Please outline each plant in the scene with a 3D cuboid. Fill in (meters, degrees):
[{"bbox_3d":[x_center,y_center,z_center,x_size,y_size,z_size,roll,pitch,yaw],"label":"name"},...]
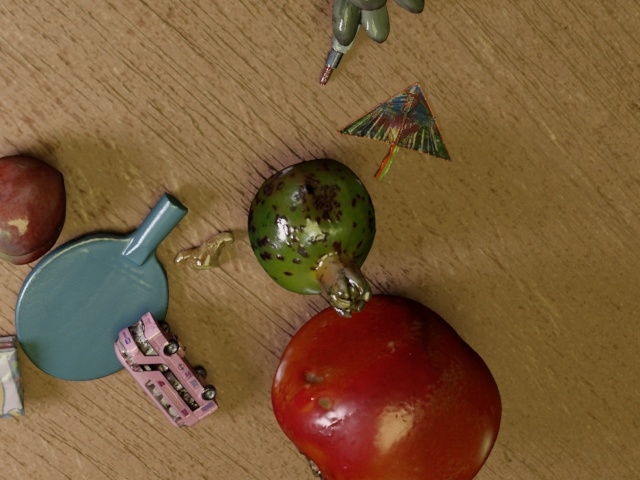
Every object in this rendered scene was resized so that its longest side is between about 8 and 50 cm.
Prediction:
[{"bbox_3d":[0.034,-0.397,1.829,0.146,0.149,0.274,-19,114,11],"label":"plant"}]

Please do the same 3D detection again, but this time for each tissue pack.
[{"bbox_3d":[-0.510,0.206,1.978,0.155,0.065,0.115,-7,113,-13],"label":"tissue pack"}]

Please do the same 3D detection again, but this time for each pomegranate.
[{"bbox_3d":[0.000,0.000,1.937,0.202,0.248,0.202,-20,142,-17],"label":"pomegranate"}]

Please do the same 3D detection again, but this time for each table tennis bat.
[{"bbox_3d":[-0.307,0.068,1.989,0.215,0.044,0.329,33,103,-25],"label":"table tennis bat"}]

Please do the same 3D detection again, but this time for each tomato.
[{"bbox_3d":[0.099,0.238,2.012,0.290,0.325,0.293,-42,113,6],"label":"tomato"}]

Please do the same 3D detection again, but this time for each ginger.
[{"bbox_3d":[-0.166,0.024,2.013,0.097,0.030,0.048,-26,115,-1],"label":"ginger"}]

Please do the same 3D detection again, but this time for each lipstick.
[{"bbox_3d":[0.024,-0.268,1.945,0.025,0.025,0.107,18,111,-21],"label":"lipstick"}]

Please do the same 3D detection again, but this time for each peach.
[{"bbox_3d":[-0.406,-0.043,1.865,0.152,0.152,0.152,-6,114,-13],"label":"peach"}]

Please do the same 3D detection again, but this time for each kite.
[{"bbox_3d":[0.118,-0.159,2.024,0.190,0.010,0.159,12,109,-19],"label":"kite"}]

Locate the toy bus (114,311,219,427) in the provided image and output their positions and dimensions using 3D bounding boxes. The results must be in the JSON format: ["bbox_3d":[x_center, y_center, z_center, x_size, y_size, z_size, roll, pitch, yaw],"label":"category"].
[{"bbox_3d":[-0.227,0.198,2.035,0.090,0.063,0.203,-33,128,-3],"label":"toy bus"}]
